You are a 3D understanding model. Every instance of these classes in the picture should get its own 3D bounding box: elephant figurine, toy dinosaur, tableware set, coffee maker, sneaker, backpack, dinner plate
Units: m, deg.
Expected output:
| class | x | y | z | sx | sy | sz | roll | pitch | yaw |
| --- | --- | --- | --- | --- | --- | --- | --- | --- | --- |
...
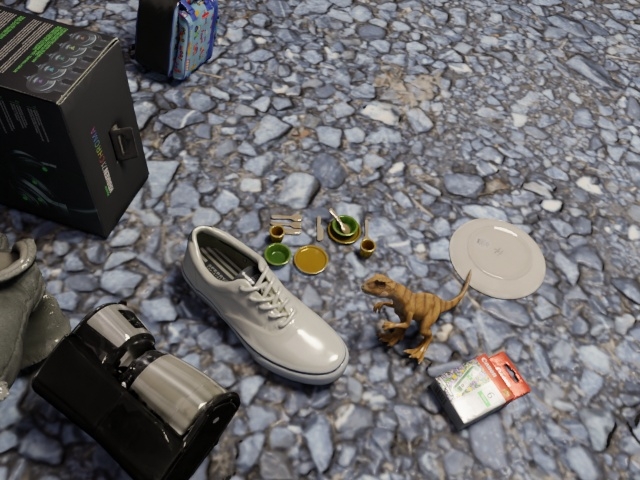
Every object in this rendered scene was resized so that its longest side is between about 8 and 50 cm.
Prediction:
| class | x | y | z | sx | sy | sz | roll | pitch | yaw |
| --- | --- | --- | --- | --- | --- | --- | --- | --- | --- |
| elephant figurine | -0.364 | 0.067 | 0.633 | 0.186 | 0.169 | 0.239 | 35 | 42 | -8 |
| toy dinosaur | 0.132 | 0.089 | 0.711 | 0.211 | 0.112 | 0.064 | 11 | 19 | -46 |
| tableware set | 0.000 | 0.000 | 0.798 | 0.153 | 0.024 | 0.104 | 4 | 54 | -4 |
| coffee maker | -0.203 | 0.176 | 0.587 | 0.178 | 0.120 | 0.171 | 32 | 58 | 17 |
| sneaker | -0.075 | 0.077 | 0.691 | 0.258 | 0.091 | 0.094 | 33 | 57 | 17 |
| backpack | -0.233 | -0.378 | 0.976 | 0.116 | 0.158 | 0.173 | 27 | 43 | 3 |
| dinner plate | 0.256 | 0.020 | 0.819 | 0.141 | 0.017 | 0.141 | 3 | 52 | -3 |

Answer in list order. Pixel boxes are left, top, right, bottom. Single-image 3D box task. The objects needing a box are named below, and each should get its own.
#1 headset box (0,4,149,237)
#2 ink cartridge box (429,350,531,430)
| class | x | y | z | sx | sy | sz | roll | pitch | yaw |
| --- | --- | --- | --- | --- | --- | --- | --- | --- | --- |
| headset box | -0.375 | -0.154 | 0.729 | 0.282 | 0.246 | 0.131 | 17 | 54 | 7 |
| ink cartridge box | 0.198 | 0.175 | 0.689 | 0.115 | 0.029 | 0.063 | -20 | 58 | -19 |
